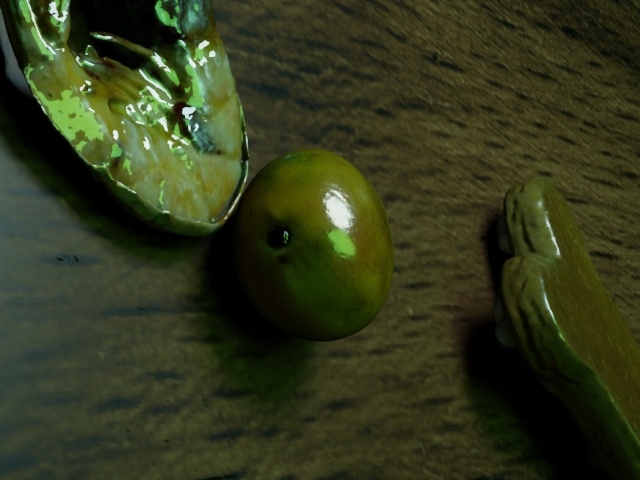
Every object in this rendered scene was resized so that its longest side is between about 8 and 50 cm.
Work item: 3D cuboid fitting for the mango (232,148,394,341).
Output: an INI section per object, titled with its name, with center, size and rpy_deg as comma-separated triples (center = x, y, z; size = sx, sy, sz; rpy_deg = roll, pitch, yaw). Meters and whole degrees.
[mango]
center = -0.002, -0.003, 1.061
size = 0.163, 0.089, 0.111
rpy_deg = -82, 151, -61

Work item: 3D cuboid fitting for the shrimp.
[shrimp]
center = -0.126, -0.136, 0.983
size = 0.178, 0.075, 0.289
rpy_deg = -18, 96, -60

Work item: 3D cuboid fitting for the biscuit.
[biscuit]
center = 0.245, 0.172, 1.371
size = 0.432, 0.064, 0.283
rpy_deg = 57, 19, -17
